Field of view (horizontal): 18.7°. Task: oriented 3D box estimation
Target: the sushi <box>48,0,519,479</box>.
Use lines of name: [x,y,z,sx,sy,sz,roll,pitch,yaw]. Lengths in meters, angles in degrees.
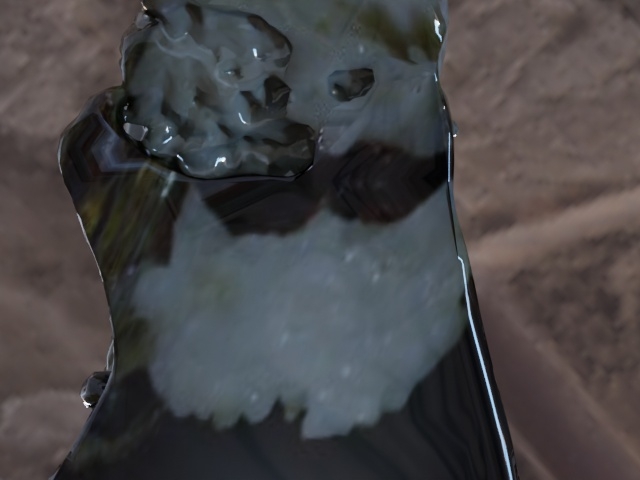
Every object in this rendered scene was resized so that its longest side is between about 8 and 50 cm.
sushi: [-0.018,-0.009,0.579,0.134,0.273,0.109,-5,-175,-1]
